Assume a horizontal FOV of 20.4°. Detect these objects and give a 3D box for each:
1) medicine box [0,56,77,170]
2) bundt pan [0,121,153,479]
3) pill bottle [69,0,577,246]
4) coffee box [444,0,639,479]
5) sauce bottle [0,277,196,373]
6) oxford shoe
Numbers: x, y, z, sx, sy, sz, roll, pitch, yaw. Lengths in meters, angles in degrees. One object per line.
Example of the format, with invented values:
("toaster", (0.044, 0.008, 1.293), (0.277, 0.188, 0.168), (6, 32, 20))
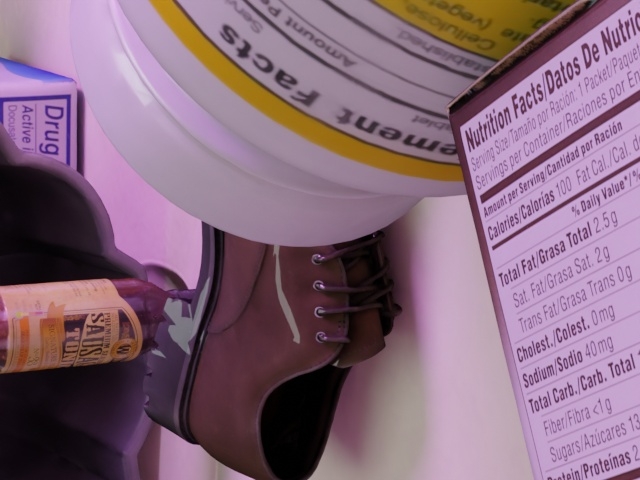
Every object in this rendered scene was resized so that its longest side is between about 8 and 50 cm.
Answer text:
("medicine box", (-0.297, 0.032, 1.032), (0.149, 0.289, 0.263), (22, 114, 57))
("bundt pan", (-0.251, 0.082, 0.893), (0.124, 0.331, 0.331), (20, 112, 48))
("pill bottle", (0.048, -0.127, 0.464), (0.334, 0.188, 0.188), (-44, 56, 56))
("coffee box", (0.134, 0.064, 0.386), (0.098, 0.141, 0.246), (-36, 61, 59))
("sauce bottle", (-0.104, 0.038, 0.840), (0.042, 0.128, 0.042), (20, 112, 61))
("oxford shoe", (0.000, 0.000, 0.714), (0.096, 0.083, 0.227), (33, 125, 33))
